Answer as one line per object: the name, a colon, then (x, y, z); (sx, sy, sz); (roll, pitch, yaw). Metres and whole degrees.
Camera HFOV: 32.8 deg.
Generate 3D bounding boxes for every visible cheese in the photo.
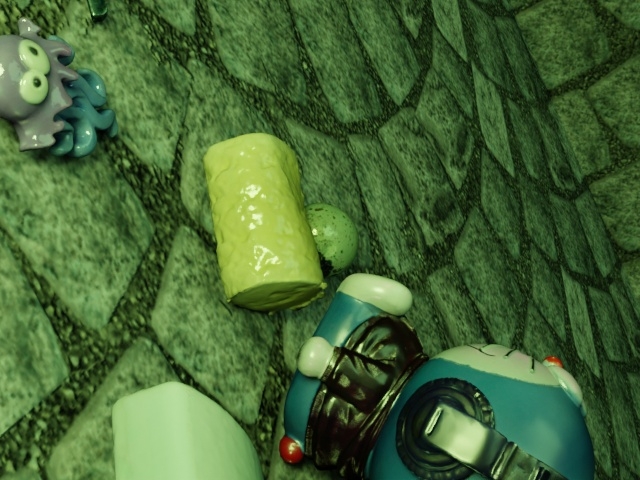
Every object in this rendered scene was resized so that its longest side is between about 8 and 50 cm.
cheese: (-0.057, -0.018, 1.118); (0.123, 0.093, 0.167); (18, 56, -55)

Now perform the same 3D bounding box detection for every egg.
egg: (0.000, 0.000, 1.215); (0.110, 0.085, 0.085); (45, 28, -82)

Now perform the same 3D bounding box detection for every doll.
doll: (-0.226, -0.123, 0.913); (0.206, 0.067, 0.110); (18, 64, -70)
doll: (0.123, 0.196, 1.060); (0.240, 0.309, 0.284); (-61, 158, -13)

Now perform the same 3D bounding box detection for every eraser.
eraser: (-0.081, 0.269, 0.787); (0.189, 0.104, 0.290); (58, 13, -45)

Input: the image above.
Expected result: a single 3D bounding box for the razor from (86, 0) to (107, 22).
razor: (-0.236, -0.303, 1.059); (0.066, 0.033, 0.190); (136, -57, -73)
